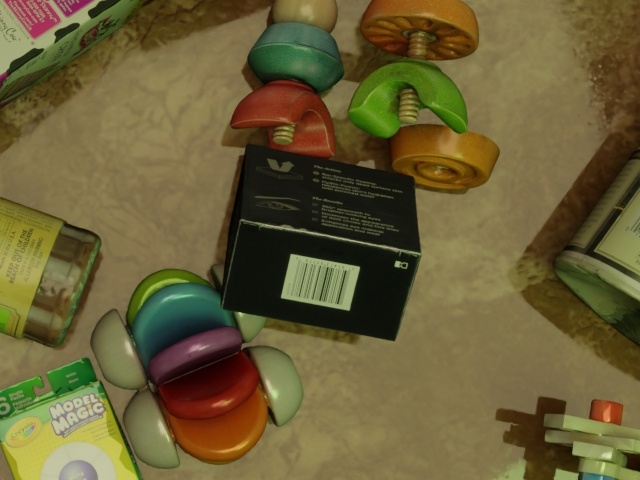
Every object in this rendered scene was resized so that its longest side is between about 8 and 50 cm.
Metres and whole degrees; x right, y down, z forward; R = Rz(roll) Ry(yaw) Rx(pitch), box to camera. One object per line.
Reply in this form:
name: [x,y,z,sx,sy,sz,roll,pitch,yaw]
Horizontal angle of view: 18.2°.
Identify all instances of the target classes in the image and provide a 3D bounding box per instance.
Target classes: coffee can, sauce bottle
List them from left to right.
sauce bottle: [-0.362,-0.013,1.679,0.344,0.111,0.111,20,85,-3]
coffee can: [0.364,-0.033,1.761,0.201,0.201,0.275,37,84,-3]

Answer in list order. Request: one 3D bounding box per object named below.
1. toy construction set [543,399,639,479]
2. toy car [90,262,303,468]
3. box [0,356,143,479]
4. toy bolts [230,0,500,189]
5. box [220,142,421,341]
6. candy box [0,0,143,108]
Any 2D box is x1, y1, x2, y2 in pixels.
toy construction set: [0.250,0.301,1.764,0.215,0.151,0.327,11,96,-5]
toy car: [-0.106,0.109,1.735,0.159,0.136,0.182,-22,89,-7]
box: [-0.218,0.202,1.765,0.105,0.043,0.179,-22,87,-7]
toy bolts: [0.051,-0.154,1.776,0.229,0.218,0.158,0,70,26]
box: [0.000,0.000,1.733,0.156,0.158,0.093,11,117,-5]
candy box: [-0.252,-0.176,1.697,0.233,0.159,0.071,-39,92,-24]
